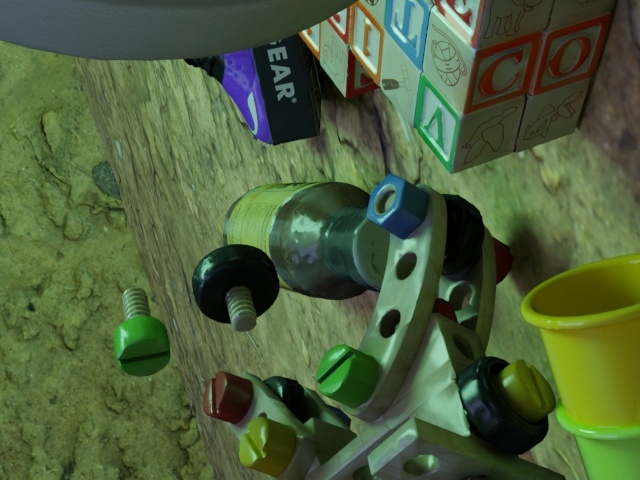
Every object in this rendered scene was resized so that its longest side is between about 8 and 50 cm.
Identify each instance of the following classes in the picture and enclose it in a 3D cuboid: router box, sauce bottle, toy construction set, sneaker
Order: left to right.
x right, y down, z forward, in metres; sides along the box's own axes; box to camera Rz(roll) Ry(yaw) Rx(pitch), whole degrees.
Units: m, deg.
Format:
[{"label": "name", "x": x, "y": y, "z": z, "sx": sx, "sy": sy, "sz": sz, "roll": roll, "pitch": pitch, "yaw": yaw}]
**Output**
[{"label": "sneaker", "x": -0.127, "y": -0.221, "z": 0.967, "sx": 0.293, "sy": 0.146, "sz": 0.102, "roll": 69, "pitch": 162, "yaw": 7}, {"label": "router box", "x": -0.037, "y": -0.187, "z": 0.828, "sx": 0.133, "sy": 0.046, "sz": 0.179, "roll": -89, "pitch": -13, "yaw": -68}, {"label": "sauce bottle", "x": 0.000, "y": 0.000, "z": 0.892, "sx": 0.344, "sy": 0.111, "sz": 0.111, "roll": 9, "pitch": 117, "yaw": 68}, {"label": "toy construction set", "x": 0.058, "y": 0.142, "z": 0.644, "sx": 0.309, "sy": 0.257, "sz": 0.237, "roll": 55, "pitch": -172, "yaw": -41}]

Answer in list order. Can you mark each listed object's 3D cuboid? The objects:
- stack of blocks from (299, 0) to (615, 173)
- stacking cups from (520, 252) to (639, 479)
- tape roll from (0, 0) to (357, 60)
[{"label": "stack of blocks", "x": 0.047, "y": -0.177, "z": 0.598, "sx": 0.297, "sy": 0.087, "sz": 0.171, "roll": 57, "pitch": 158, "yaw": 36}, {"label": "stacking cups", "x": 0.196, "y": 0.169, "z": 0.519, "sx": 0.096, "sy": 0.096, "sz": 0.316, "roll": 7, "pitch": 117, "yaw": 70}, {"label": "tape roll", "x": -0.085, "y": -0.270, "z": 0.401, "sx": 0.392, "sy": 0.392, "sz": 0.072, "roll": 70, "pitch": 161, "yaw": 1}]
